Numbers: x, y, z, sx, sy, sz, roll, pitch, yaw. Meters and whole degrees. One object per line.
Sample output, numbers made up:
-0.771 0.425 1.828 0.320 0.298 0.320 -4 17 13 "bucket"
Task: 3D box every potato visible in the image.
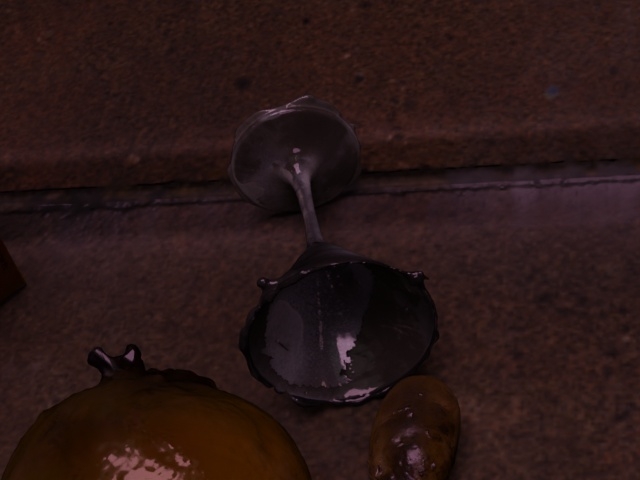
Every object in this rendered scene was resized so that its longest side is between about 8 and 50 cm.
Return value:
0.053 0.113 0.840 0.051 0.040 0.083 3 52 12 "potato"

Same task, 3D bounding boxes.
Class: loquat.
-0.088 0.158 0.773 0.172 0.149 0.205 -5 63 11 "loquat"

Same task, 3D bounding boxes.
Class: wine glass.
0.000 0.000 0.914 0.122 0.122 0.183 -15 42 3 "wine glass"

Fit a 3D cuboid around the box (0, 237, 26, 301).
-0.387 -0.008 0.932 0.283 0.260 0.214 -40 50 -18 "box"
